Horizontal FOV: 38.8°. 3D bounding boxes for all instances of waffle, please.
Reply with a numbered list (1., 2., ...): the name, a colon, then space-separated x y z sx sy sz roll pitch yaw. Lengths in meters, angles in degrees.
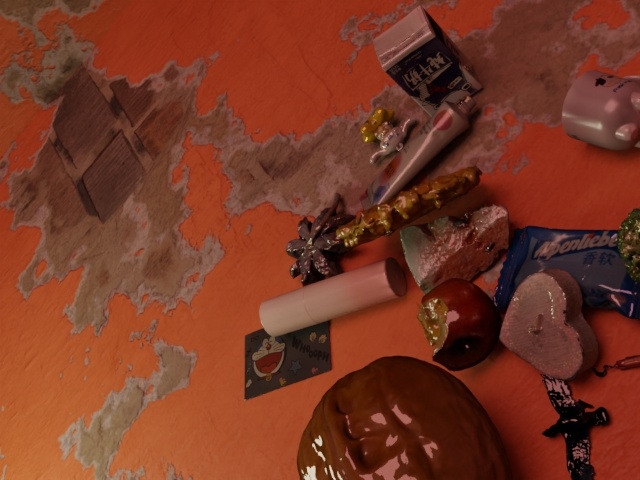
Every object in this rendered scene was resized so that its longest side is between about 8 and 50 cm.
1. waffle: 0.176 -0.066 1.825 0.325 0.302 0.068 -29 88 32

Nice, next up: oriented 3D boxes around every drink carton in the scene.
1. drink carton: 0.234 -0.383 1.980 0.134 0.222 0.102 -34 46 21

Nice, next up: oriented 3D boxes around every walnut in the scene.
1. walnut: 0.132 0.387 1.536 0.354 0.308 0.398 -43 46 11

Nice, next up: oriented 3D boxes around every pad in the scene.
1. pad: -0.078 0.247 2.029 0.245 0.006 0.170 -24 51 30

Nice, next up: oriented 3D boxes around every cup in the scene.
1. cup: 0.562 -0.237 1.694 0.142 0.173 0.134 28 117 45

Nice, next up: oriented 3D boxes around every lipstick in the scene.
1. lipstick: 0.022 0.124 1.948 0.326 0.087 0.087 -21 53 29

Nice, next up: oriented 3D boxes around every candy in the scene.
1. candy: 0.456 0.052 1.629 0.331 0.077 0.187 1 59 47

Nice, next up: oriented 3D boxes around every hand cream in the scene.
1. hand cream: 0.209 -0.191 1.992 0.340 0.078 0.124 -44 22 14

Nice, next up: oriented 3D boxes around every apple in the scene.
1. apple: 0.257 0.148 1.690 0.147 0.156 0.158 -25 38 7

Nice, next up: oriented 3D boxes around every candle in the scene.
1. candle: 0.390 0.152 1.584 0.168 0.068 0.192 -23 79 48
2. candle: 0.534 0.199 1.508 0.167 0.021 0.026 -20 27 33

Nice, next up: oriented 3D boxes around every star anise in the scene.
1. star anise: 0.000 0.000 2.059 0.230 0.081 0.262 -9 61 50

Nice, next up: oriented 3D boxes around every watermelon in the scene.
1. watermelon: 0.279 0.010 1.802 0.241 0.094 0.154 -31 56 25

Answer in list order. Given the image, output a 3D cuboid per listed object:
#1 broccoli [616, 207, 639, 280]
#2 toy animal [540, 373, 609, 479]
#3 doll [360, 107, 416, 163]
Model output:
1. broccoli: 0.590 0.027 1.386 0.270 0.270 0.270 -41 5 15
2. toy animal: 0.423 0.308 1.522 0.108 0.062 0.220 -47 40 38
3. doll: 0.149 -0.237 2.093 0.113 0.071 0.135 22 86 28
